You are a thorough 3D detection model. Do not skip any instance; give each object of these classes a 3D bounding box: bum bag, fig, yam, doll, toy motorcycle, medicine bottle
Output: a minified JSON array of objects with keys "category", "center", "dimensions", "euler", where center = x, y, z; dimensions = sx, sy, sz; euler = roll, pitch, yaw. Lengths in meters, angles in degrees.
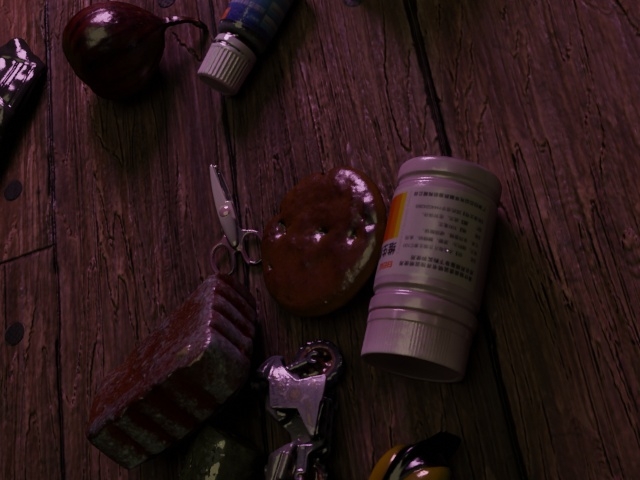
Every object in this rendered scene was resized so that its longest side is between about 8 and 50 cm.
[{"category":"bum bag","center":[-0.561,-0.192,1.644],"dimensions":[0.142,0.079,0.326],"euler":[14,74,25]},{"category":"fig","center":[-0.305,-0.302,1.532],"dimensions":[0.202,0.148,0.149],"euler":[-31,24,23]},{"category":"yam","center":[-0.135,0.312,1.221],"dimensions":[0.107,0.107,0.183],"euler":[7,69,27]},{"category":"doll","center":[0.081,0.321,1.127],"dimensions":[0.127,0.088,0.248],"euler":[33,88,31]},{"category":"toy motorcycle","center":[-0.036,0.220,1.224],"dimensions":[0.123,0.080,0.215],"euler":[-4,59,19]},{"category":"medicine bottle","center":[-0.109,-0.316,1.493],"dimensions":[0.083,0.083,0.203],"euler":[21,80,30]},{"category":"medicine bottle","center":[0.134,0.035,1.202],"dimensions":[0.133,0.133,0.249],"euler":[4,71,26]}]

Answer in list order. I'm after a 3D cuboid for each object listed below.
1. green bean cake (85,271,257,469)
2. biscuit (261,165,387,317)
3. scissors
[{"category":"green bean cake","center":[-0.183,0.169,1.271],"dimensions":[0.233,0.097,0.198],"euler":[-40,22,15]},{"category":"biscuit","center":[0.000,0.000,1.302],"dimensions":[0.212,0.036,0.212],"euler":[-22,54,35]},{"category":"scissors","center":[-0.131,-0.032,1.413],"dimensions":[0.085,0.022,0.176],"euler":[-23,63,9]}]
